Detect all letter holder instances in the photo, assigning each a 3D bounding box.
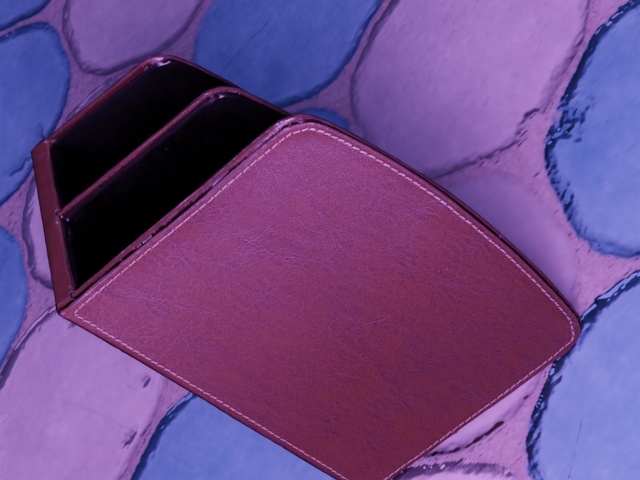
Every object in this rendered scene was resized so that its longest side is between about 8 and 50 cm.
[{"bbox_3d":[0.000,0.000,1.291,0.214,0.302,0.152,-38,42,20],"label":"letter holder"}]
